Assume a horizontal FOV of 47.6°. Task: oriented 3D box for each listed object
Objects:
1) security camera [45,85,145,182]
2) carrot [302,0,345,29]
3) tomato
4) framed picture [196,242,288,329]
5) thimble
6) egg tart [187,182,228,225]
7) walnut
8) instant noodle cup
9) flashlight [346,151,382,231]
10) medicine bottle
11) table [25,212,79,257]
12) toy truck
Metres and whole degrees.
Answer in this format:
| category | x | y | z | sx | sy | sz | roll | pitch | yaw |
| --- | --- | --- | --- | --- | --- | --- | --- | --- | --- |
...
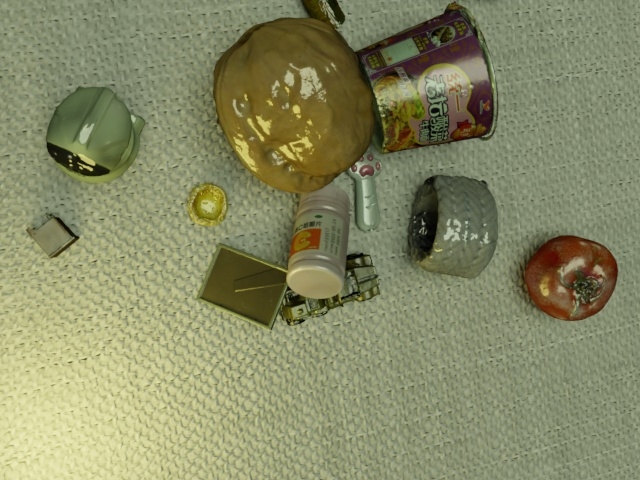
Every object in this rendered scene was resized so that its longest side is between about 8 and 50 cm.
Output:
| category | x | y | z | sx | sy | sz | roll | pitch | yaw |
| --- | --- | --- | --- | --- | --- | --- | --- | --- | --- |
| security camera | -0.479 | -0.221 | 1.525 | 0.197 | 0.277 | 0.191 | 29 | 84 | -15 |
| carrot | -0.001 | -0.579 | 1.743 | 0.082 | 0.082 | 0.173 | -33 | 102 | -12 |
| tomato | 0.646 | 0.095 | 1.898 | 0.232 | 0.188 | 0.231 | 0 | 100 | -2 |
| framed picture | -0.178 | 0.106 | 1.705 | 0.203 | 0.015 | 0.150 | 19 | 86 | 17 |
| thimble | 0.322 | -0.036 | 1.787 | 0.157 | 0.217 | 0.245 | 9 | 83 | -17 |
| egg tart | -0.265 | -0.085 | 1.713 | 0.105 | 0.039 | 0.105 | -1 | 93 | -15 |
| walnut | -0.052 | -0.302 | 1.597 | 0.384 | 0.383 | 0.383 | -1 | 93 | -15 |
| instant noodle cup | 0.229 | -0.363 | 1.710 | 0.266 | 0.340 | 0.339 | -16 | 97 | -4 |
| flashlight | 0.114 | -0.121 | 1.812 | 0.093 | 0.047 | 0.200 | -5 | 93 | -15 |
| medicine bottle | 0.000 | 0.000 | 1.684 | 0.133 | 0.133 | 0.249 | 21 | 51 | -15 |
| table | -0.592 | -0.014 | 1.605 | 0.070 | 0.083 | 0.082 | -41 | 98 | -8 |
| toy truck | 0.023 | 0.117 | 1.760 | 0.257 | 0.127 | 0.127 | -17 | 95 | -18 |
